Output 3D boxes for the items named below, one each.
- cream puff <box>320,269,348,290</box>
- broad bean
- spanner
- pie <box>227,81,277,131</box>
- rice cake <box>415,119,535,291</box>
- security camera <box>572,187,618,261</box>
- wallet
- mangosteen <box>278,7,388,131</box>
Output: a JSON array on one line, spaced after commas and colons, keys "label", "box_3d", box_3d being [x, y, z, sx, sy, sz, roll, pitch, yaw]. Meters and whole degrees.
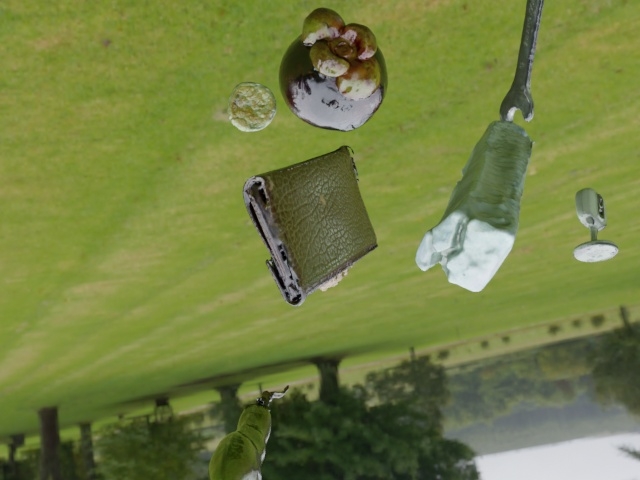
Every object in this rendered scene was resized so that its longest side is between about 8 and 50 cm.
[{"label": "cream puff", "box_3d": [0.000, 0.000, 1.257, 0.115, 0.150, 0.165, -1, -164, -7]}, {"label": "broad bean", "box_3d": [-0.097, 0.266, 1.082, 0.067, 0.075, 0.325, 17, -169, 0]}, {"label": "spanner", "box_3d": [0.245, -0.256, 0.978, 0.015, 0.255, 0.054, -4, -161, -37]}, {"label": "pie", "box_3d": [-0.111, -0.215, 1.367, 0.084, 0.084, 0.021, -8, 180, -10]}, {"label": "rice cake", "box_3d": [0.153, -0.045, 0.768, 0.066, 0.063, 0.336, -61, 174, 25]}, {"label": "security camera", "box_3d": [0.347, -0.024, 1.073, 0.058, 0.092, 0.058, 3, 155, 1]}, {"label": "wallet", "box_3d": [-0.003, -0.024, 0.916, 0.039, 0.133, 0.243, -18, -174, 26]}, {"label": "mangosteen", "box_3d": [0.027, -0.293, 1.494, 0.209, 0.210, 0.210, -9, 165, -3]}]
